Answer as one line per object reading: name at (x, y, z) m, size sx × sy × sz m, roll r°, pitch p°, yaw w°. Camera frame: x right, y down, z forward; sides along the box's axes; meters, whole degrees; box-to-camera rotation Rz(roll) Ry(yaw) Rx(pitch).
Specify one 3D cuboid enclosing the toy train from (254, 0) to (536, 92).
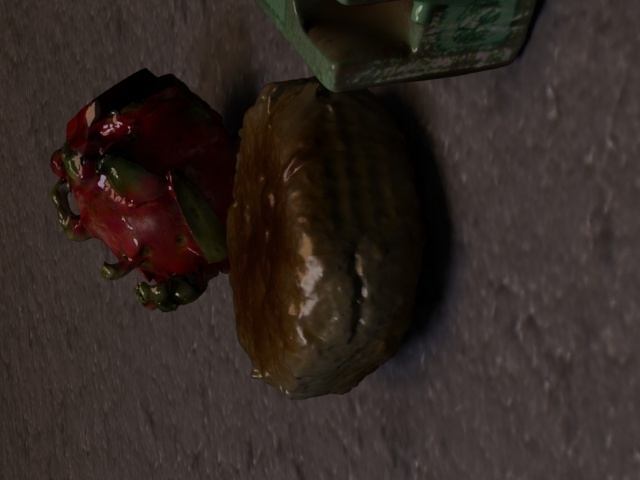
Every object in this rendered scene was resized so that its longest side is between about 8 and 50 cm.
toy train at (0.010, -0.208, 0.768) m, size 0.326 × 0.129 × 0.159 m, roll -125°, pitch 33°, yaw -49°

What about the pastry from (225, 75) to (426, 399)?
pastry at (0.000, 0.000, 0.858) m, size 0.182 × 0.093 × 0.192 m, roll 129°, pitch 136°, yaw -58°

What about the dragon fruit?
dragon fruit at (-0.126, -0.037, 1.067) m, size 0.160 × 0.166 × 0.172 m, roll -32°, pitch 95°, yaw 22°
